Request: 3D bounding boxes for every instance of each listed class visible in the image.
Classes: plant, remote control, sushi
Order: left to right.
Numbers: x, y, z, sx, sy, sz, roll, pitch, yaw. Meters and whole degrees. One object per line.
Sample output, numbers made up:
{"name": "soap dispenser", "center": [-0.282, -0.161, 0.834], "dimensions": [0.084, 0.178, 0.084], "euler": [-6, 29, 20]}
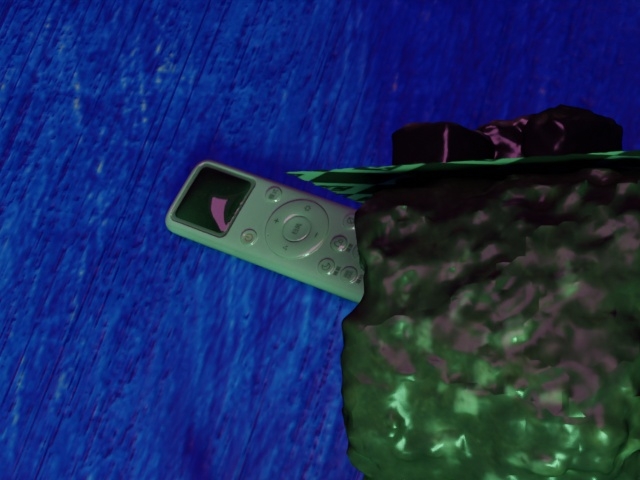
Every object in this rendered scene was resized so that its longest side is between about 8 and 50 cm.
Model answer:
{"name": "remote control", "center": [0.000, 0.000, 1.108], "dimensions": [0.261, 0.029, 0.067], "euler": [20, 69, 27]}
{"name": "sushi", "center": [0.116, -0.058, 0.981], "dimensions": [0.220, 0.231, 0.047], "euler": [-3, 84, 17]}
{"name": "plant", "center": [0.176, 0.071, 0.898], "dimensions": [0.312, 0.215, 0.213], "euler": [-2, 64, 16]}
